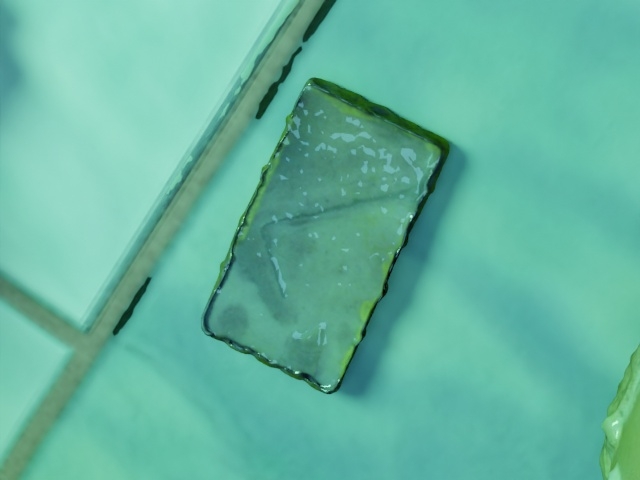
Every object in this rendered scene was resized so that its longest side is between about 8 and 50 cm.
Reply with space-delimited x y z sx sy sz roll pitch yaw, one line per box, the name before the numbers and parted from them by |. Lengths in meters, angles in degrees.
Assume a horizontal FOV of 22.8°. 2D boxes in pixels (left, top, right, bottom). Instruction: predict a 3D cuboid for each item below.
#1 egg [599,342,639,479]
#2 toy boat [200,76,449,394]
egg | 0.175 0.089 0.522 0.164 0.164 0.201 2 105 13
toy boat | 0.000 0.000 0.608 0.063 0.016 0.115 27 111 4
